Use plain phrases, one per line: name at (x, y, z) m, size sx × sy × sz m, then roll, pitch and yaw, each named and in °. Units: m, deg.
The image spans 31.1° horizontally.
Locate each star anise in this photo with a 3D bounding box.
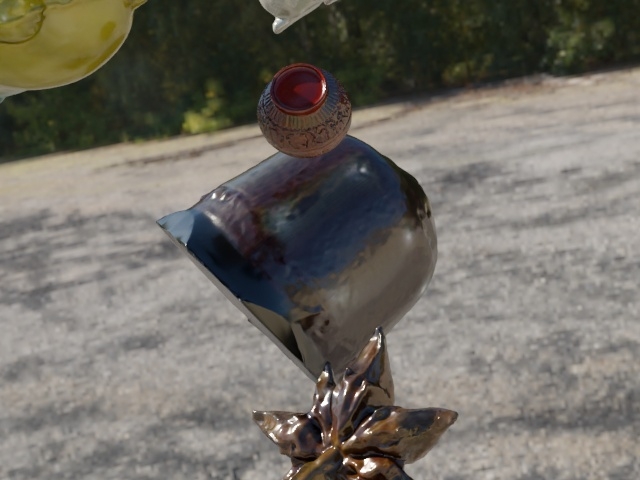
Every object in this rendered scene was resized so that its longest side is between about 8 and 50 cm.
star anise at (0.020, 0.284, 1.461) m, size 0.349 × 0.109 × 0.292 m, roll -34°, pitch 42°, yaw 21°

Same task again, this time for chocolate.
chocolate at (0.000, 0.000, 1.739) m, size 0.331 × 0.383 × 0.383 m, roll -45°, pitch 15°, yaw -5°

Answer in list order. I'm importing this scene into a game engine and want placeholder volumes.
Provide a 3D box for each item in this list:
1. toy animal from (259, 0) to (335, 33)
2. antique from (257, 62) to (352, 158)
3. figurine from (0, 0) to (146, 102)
toy animal at (-0.059, -0.368, 1.259) m, size 0.140 × 0.282 × 0.138 m, roll -34°, pitch -10°, yaw -34°
antique at (-0.017, -0.133, 1.196) m, size 0.104 × 0.104 × 0.104 m, roll -11°, pitch 10°, yaw 2°
figurine at (-0.330, -0.241, 1.153) m, size 0.340 × 0.231 × 0.323 m, roll 11°, pitch 28°, yaw 43°
